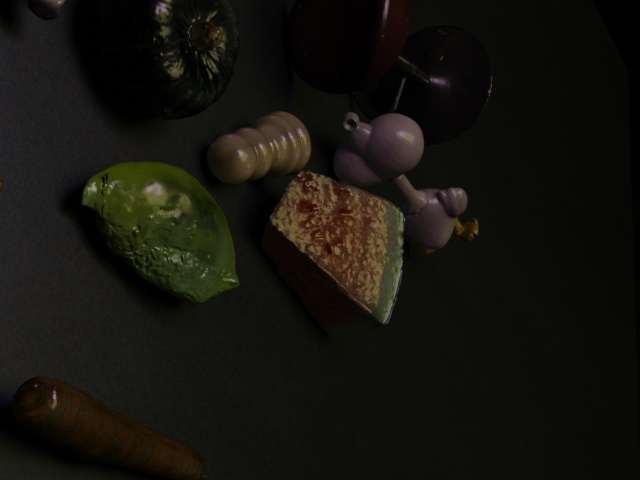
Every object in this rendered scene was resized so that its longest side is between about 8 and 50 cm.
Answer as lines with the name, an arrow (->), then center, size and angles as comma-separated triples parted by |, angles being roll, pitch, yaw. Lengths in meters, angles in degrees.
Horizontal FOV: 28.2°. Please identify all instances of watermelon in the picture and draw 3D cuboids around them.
watermelon -> 0.000, 0.000, 1.864 | 0.257, 0.140, 0.192 | 35, 52, -39

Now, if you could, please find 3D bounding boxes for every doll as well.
doll -> 0.137, -0.090, 2.104 | 0.365, 0.160, 0.094 | 49, 32, -39

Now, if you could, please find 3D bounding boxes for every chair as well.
chair -> 0.102, -0.309, 2.066 | 0.401, 0.227, 0.226 | 22, 58, -58

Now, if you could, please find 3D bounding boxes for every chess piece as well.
chess piece -> -0.090, -0.122, 1.770 | 0.170, 0.094, 0.094 | -26, 101, -59

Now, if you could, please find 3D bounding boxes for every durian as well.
durian -> -0.184, -0.017, 1.527 | 0.250, 0.101, 0.139 | 53, 36, -37

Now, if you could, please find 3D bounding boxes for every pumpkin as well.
pumpkin -> -0.186, -0.254, 1.578 | 0.212, 0.152, 0.211 | 24, 60, -51

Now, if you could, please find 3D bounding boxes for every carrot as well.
carrot -> -0.221, 0.221, 1.394 | 0.342, 0.070, 0.070 | 42, 42, -56

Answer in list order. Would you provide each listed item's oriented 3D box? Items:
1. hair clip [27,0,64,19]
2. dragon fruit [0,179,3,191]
hair clip -> -0.365, -0.321, 1.371 | 0.257, 0.075, 0.146 | 12, 72, -55
dragon fruit -> -0.359, -0.081, 1.266 | 0.112, 0.068, 0.126 | 52, 35, -38
